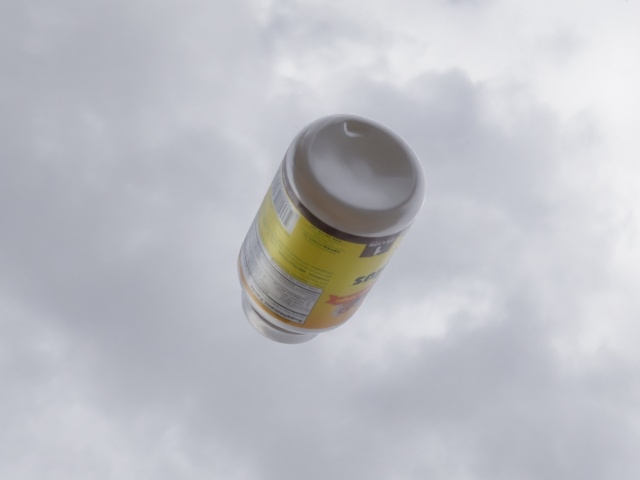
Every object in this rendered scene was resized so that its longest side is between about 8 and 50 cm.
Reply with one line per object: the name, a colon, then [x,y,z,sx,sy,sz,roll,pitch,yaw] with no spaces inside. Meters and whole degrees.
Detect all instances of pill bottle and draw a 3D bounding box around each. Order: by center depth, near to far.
pill bottle: [0.000,0.000,1.081,0.117,0.117,0.215,35,-39,5]
